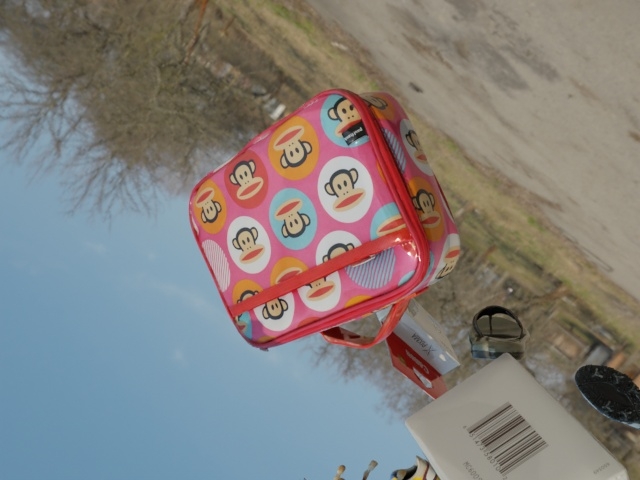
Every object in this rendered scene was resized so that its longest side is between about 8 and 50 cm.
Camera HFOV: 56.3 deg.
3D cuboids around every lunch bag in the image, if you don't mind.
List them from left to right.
[{"bbox_3d":[0.000,0.000,0.671,0.120,0.293,0.258,-16,-99,-52],"label":"lunch bag"}]

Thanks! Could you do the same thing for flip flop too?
[{"bbox_3d":[0.316,0.159,1.077,0.277,0.112,0.080,1,-98,-72],"label":"flip flop"}]

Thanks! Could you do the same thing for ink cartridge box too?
[{"bbox_3d":[0.236,0.242,1.414,0.296,0.066,0.261,42,-161,-36],"label":"ink cartridge box"}]

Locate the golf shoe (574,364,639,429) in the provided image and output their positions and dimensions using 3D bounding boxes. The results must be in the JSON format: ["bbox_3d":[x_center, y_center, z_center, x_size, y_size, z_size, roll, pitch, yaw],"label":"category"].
[{"bbox_3d":[0.492,0.266,0.971,0.198,0.077,0.094,29,167,1],"label":"golf shoe"}]

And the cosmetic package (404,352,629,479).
[{"bbox_3d":[0.265,0.333,0.696,0.365,0.155,0.197,59,176,-30],"label":"cosmetic package"}]

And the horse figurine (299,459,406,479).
[{"bbox_3d":[0.029,0.444,0.977,0.066,0.263,0.174,49,-132,-9],"label":"horse figurine"}]

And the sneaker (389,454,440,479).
[{"bbox_3d":[0.150,0.504,1.184,0.084,0.185,0.069,48,179,-8],"label":"sneaker"}]
